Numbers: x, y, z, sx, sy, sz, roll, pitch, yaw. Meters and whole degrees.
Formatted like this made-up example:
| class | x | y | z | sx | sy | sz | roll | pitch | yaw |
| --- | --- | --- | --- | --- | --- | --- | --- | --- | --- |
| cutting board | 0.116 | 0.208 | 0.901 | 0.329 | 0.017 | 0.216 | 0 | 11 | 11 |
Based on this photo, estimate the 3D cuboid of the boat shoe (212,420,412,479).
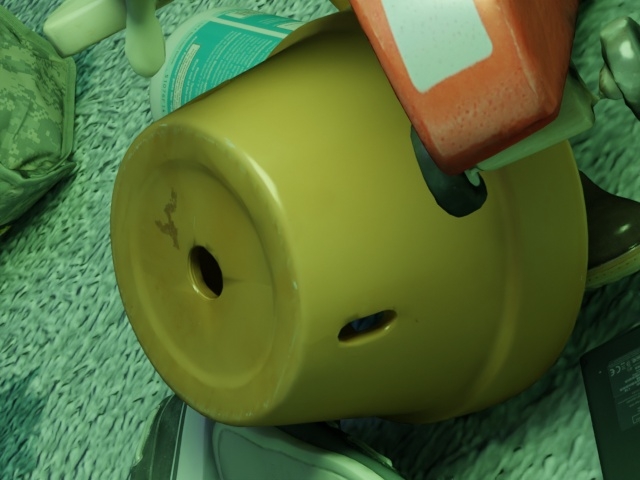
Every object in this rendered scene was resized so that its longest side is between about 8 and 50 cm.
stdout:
| class | x | y | z | sx | sy | sz | roll | pitch | yaw |
| --- | --- | --- | --- | --- | --- | --- | --- | --- | --- |
| boat shoe | 0.041 | 0.176 | 1.100 | 0.319 | 0.099 | 0.116 | 22 | 122 | 56 |

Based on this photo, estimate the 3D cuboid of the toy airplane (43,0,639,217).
| class | x | y | z | sx | sy | sz | roll | pitch | yaw |
| --- | --- | --- | --- | --- | --- | --- | --- | --- | --- |
| toy airplane | 0.049 | -0.234 | 0.935 | 0.384 | 0.272 | 0.386 | 18 | 69 | 46 |

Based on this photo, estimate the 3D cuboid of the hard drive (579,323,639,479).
| class | x | y | z | sx | sy | sz | roll | pitch | yaw |
| --- | --- | --- | --- | --- | --- | --- | --- | --- | --- |
| hard drive | 0.213 | 0.110 | 1.033 | 0.094 | 0.022 | 0.135 | -32 | 42 | 28 |

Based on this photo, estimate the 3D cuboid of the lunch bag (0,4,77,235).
| class | x | y | z | sx | sy | sz | roll | pitch | yaw |
| --- | --- | --- | --- | --- | --- | --- | --- | --- | --- |
| lunch bag | -0.379 | -0.079 | 1.716 | 0.235 | 0.169 | 0.287 | -37 | 36 | 23 |

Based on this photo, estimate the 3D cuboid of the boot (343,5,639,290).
| class | x | y | z | sx | sy | sz | roll | pitch | yaw |
| --- | --- | --- | --- | --- | --- | --- | --- | --- | --- |
| boot | 0.113 | -0.072 | 1.132 | 0.090 | 0.207 | 0.248 | -31 | 21 | -29 |

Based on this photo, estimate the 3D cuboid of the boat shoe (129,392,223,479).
| class | x | y | z | sx | sy | sz | roll | pitch | yaw |
| --- | --- | --- | --- | --- | --- | --- | --- | --- | --- |
| boat shoe | -0.107 | 0.230 | 1.227 | 0.102 | 0.108 | 0.301 | -25 | 43 | 34 |

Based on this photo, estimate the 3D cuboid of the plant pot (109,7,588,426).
| class | x | y | z | sx | sy | sz | roll | pitch | yaw |
| --- | --- | --- | --- | --- | --- | --- | --- | --- | --- |
| plant pot | 0.000 | 0.000 | 1.091 | 0.291 | 0.203 | 0.291 | 22 | 121 | 44 |

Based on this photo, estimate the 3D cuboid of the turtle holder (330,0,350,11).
| class | x | y | z | sx | sy | sz | roll | pitch | yaw |
| --- | --- | --- | --- | --- | --- | --- | --- | --- | --- |
| turtle holder | 0.104 | -0.298 | 1.295 | 0.227 | 0.243 | 0.320 | -15 | 59 | 63 |

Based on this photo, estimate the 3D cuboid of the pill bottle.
| class | x | y | z | sx | sy | sz | roll | pitch | yaw |
| --- | --- | --- | --- | --- | --- | --- | --- | --- | --- |
| pill bottle | -0.019 | -0.105 | 1.354 | 0.264 | 0.146 | 0.146 | 23 | 80 | 53 |
